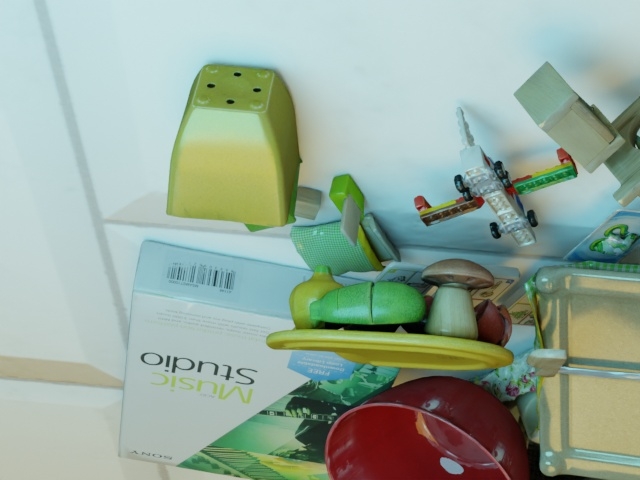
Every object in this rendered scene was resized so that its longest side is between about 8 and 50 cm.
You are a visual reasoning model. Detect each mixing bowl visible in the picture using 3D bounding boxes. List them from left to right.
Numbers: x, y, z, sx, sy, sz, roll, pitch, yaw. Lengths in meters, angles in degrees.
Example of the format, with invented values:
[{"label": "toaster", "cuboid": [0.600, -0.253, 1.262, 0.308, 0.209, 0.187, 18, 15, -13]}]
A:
[{"label": "mixing bowl", "cuboid": [0.105, 0.181, 1.012, 0.181, 0.098, 0.181, 19, 131, 23]}]

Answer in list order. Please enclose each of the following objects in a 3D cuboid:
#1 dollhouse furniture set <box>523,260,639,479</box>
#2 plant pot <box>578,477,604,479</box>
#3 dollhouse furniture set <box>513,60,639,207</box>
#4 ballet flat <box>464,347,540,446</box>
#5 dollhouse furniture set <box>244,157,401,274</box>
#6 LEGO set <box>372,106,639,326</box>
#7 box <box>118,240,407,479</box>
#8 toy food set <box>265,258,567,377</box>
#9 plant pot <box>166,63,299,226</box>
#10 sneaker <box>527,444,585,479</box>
[{"label": "dollhouse furniture set", "cuboid": [0.320, 0.085, 0.913, 0.301, 0.151, 0.198, 5, 120, 20]}, {"label": "plant pot", "cuboid": [0.306, 0.314, 1.041, 0.280, 0.323, 0.323, -44, 126, 13]}, {"label": "dollhouse furniture set", "cuboid": [0.232, -0.035, 0.699, 0.101, 0.161, 0.182, -45, 126, 16]}, {"label": "ballet flat", "cuboid": [0.177, 0.148, 1.058, 0.091, 0.077, 0.241, 19, 144, -22]}, {"label": "dollhouse furniture set", "cuboid": [0.000, 0.000, 0.895, 0.076, 0.059, 0.152, -11, 141, 24]}, {"label": "LEGO set", "cuboid": [0.146, -0.014, 0.879, 0.182, 0.060, 0.244, 5, 149, -22]}, {"label": "box", "cuboid": [-0.061, 0.128, 1.089, 0.232, 0.058, 0.322, 10, 146, -5]}, {"label": "toy food set", "cuboid": [0.070, 0.051, 0.861, 0.217, 0.071, 0.128, 2, 168, 15]}, {"label": "plant pot", "cuboid": [-0.058, -0.069, 0.794, 0.081, 0.081, 0.083, 5, 133, 3]}, {"label": "sneaker", "cuboid": [0.256, 0.250, 1.217, 0.188, 0.066, 0.071, 24, 159, -15]}]
